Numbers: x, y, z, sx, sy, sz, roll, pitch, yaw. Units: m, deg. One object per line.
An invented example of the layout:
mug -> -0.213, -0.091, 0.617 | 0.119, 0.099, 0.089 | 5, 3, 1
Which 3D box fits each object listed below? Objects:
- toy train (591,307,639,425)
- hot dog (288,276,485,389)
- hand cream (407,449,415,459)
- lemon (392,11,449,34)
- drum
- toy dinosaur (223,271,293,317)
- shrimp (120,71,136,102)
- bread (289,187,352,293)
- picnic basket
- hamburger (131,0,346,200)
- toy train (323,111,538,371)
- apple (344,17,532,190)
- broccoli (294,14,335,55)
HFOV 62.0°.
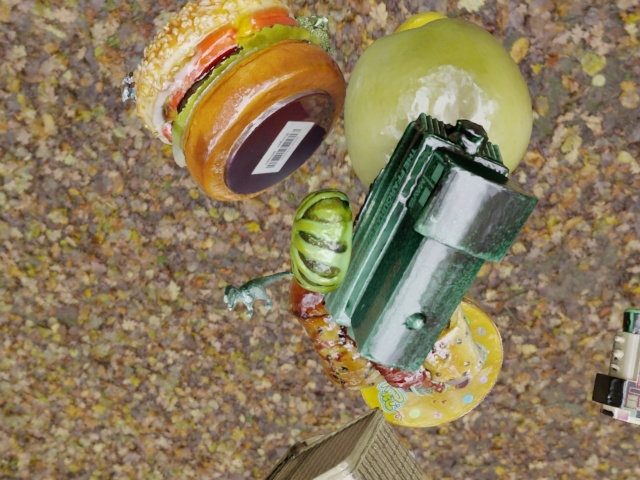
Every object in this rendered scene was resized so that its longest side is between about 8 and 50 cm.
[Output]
toy train -> 0.357, 0.137, 0.592 | 0.087, 0.050, 0.137 | 15, 83, -13
hot dog -> 0.122, 0.152, 1.124 | 0.368, 0.196, 0.365 | -10, 121, 23
hand cream -> 0.244, 0.625, 1.503 | 0.039, 0.061, 0.143 | -6, 144, 2
lemon -> 0.295, -0.542, 1.509 | 0.231, 0.192, 0.192 | -23, 118, 25
drum -> 0.280, 0.298, 1.511 | 0.432, 0.214, 0.430 | -3, 112, -8
toy dinosaur -> -0.180, 0.173, 1.669 | 0.076, 0.383, 0.129 | 17, 105, 27
shrimp -> -0.362, -0.342, 1.475 | 0.411, 0.166, 0.221 | 29, 102, -37
bread -> 0.000, 0.000, 0.634 | 0.071, 0.139, 0.129 | 8, 92, -3
picnic basket -> 0.006, 0.476, 0.993 | 0.313, 0.228, 0.175 | -38, 84, 24
hamburger -> -0.135, -0.247, 0.903 | 0.250, 0.330, 0.330 | 49, 119, 16
toy train -> 0.119, 0.013, 0.656 | 0.139, 0.178, 0.330 | 19, 111, -14
apple -> 0.193, -0.200, 0.812 | 0.234, 0.295, 0.257 | -7, 107, 38
broccoli -> -0.025, -0.523, 1.375 | 0.120, 0.131, 0.130 | -56, 147, -9
